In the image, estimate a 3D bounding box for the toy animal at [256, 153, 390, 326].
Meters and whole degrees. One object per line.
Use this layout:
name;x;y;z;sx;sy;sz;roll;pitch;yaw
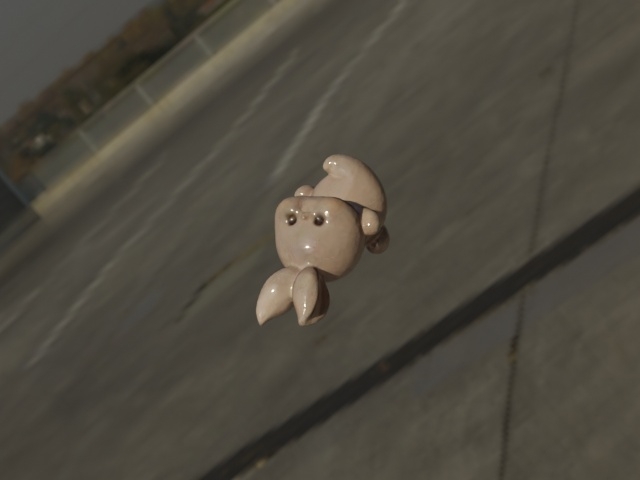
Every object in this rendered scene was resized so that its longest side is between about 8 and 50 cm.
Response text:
toy animal;-0.001;-0.002;1.553;0.124;0.124;0.212;-33;13;37
